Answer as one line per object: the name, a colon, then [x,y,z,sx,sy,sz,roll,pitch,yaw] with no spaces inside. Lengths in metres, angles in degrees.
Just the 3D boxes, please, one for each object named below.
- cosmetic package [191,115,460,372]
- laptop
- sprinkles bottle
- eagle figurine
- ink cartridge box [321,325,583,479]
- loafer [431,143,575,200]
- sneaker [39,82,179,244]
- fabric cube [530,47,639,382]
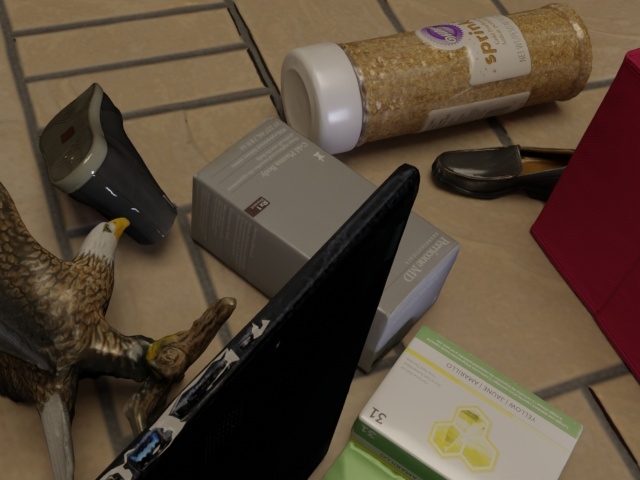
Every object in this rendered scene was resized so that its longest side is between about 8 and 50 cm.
cosmetic package: [0.000,0.000,0.832,0.238,0.107,0.127,33,52,18]
laptop: [-0.176,0.135,0.523,0.236,0.382,0.408,34,56,15]
sprinkles bottle: [0.136,-0.188,0.984,0.355,0.121,0.121,-15,57,-20]
eagle figurine: [-0.237,0.039,0.700,0.298,0.226,0.225,30,16,-7]
ink cartridge box: [0.097,0.206,0.725,0.171,0.056,0.235,32,53,14]
loafer: [0.211,-0.086,0.956,0.169,0.061,0.062,1,54,-8]
sneaker: [-0.217,-0.075,0.877,0.083,0.118,0.222,-38,33,9]
fabric cube: [0.409,-0.029,0.825,0.254,0.258,0.259,-17,58,-22]
